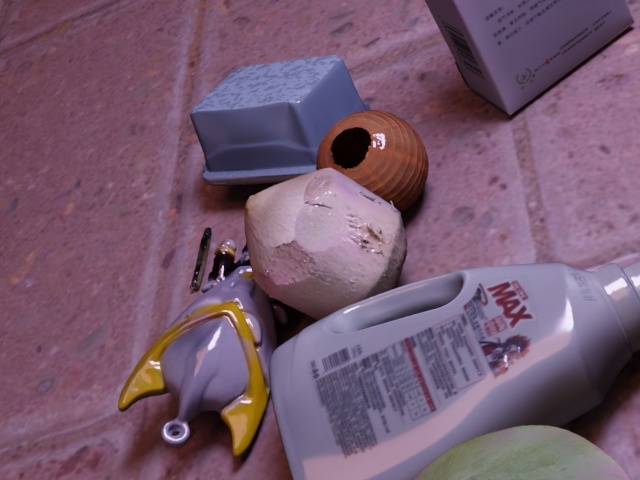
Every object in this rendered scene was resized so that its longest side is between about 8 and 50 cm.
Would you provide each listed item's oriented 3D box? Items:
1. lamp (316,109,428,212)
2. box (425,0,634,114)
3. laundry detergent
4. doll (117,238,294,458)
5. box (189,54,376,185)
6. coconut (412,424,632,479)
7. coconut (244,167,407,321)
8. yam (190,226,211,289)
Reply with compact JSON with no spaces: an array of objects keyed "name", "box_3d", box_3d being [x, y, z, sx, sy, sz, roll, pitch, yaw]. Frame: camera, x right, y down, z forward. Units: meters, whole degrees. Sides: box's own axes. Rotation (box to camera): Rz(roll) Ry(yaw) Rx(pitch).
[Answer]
[{"name":"lamp","box_3d":[0.062,-0.090,1.376,0.136,0.136,0.136,-19,42,18]},{"name":"box","box_3d":[0.227,-0.327,1.365,0.200,0.299,0.106,-37,38,-3]},{"name":"laundry detergent","box_3d":[0.153,0.115,1.112,0.398,0.124,0.264,-27,39,7]},{"name":"doll","box_3d":[-0.098,0.106,1.318,0.103,0.145,0.316,-41,16,51]},{"name":"box","box_3d":[-0.053,-0.154,1.520,0.227,0.130,0.162,0,35,34]},{"name":"coconut","box_3d":[0.159,0.252,0.880,0.204,0.236,0.236,-43,40,-5]},{"name":"coconut","box_3d":[0.000,0.000,1.271,0.171,0.183,0.171,-53,16,23]},{"name":"yam","box_3d":[-0.155,0.022,1.503,0.014,0.014,0.107,-15,43,23]}]
